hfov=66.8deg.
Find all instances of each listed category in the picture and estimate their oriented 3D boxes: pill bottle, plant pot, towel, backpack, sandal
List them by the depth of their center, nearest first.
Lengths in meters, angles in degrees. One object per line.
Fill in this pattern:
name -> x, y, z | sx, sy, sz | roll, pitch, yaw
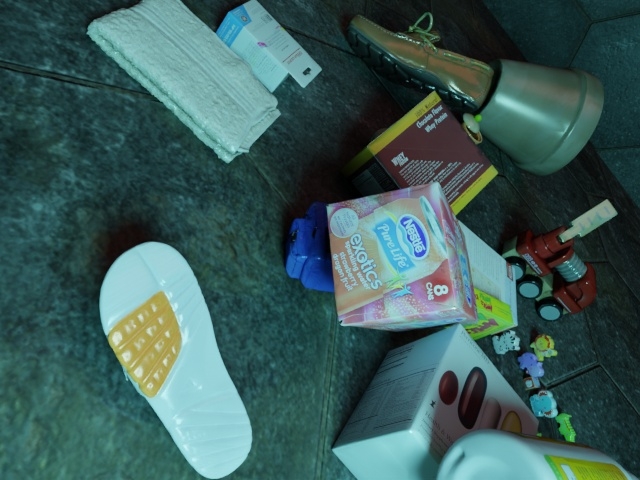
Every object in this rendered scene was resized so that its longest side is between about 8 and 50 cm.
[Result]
pill bottle -> 0.251, 0.283, 0.514 | 0.245, 0.136, 0.136 | 21, 50, -32
sandal -> -0.160, 0.133, 0.520 | 0.102, 0.076, 0.265 | -27, 104, -35
backpack -> 0.000, 0.000, 0.732 | 0.101, 0.098, 0.120 | 13, 54, -12
towel -> -0.196, -0.264, 0.767 | 0.282, 0.049, 0.187 | 42, 42, -13
plant pot -> 0.592, -0.385, 1.426 | 0.280, 0.323, 0.323 | 18, 50, -12

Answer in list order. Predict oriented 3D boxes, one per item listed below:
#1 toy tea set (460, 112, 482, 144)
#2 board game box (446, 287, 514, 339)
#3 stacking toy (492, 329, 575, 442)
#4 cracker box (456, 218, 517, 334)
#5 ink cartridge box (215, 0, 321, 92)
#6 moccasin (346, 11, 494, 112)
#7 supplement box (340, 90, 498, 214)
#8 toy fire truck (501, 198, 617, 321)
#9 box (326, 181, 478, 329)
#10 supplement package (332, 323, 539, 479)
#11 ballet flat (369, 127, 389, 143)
toy tea set -> 0.335, -0.258, 1.199 | 0.200, 0.124, 0.336 | 44, 42, -11
board game box -> 0.257, 0.125, 0.889 | 0.181, 0.092, 0.043 | 25, 48, -29
stacking toy -> 0.440, 0.291, 0.978 | 0.167, 0.052, 0.221 | 15, 54, -36
cracker box -> 0.302, 0.064, 0.992 | 0.232, 0.067, 0.156 | 36, 44, -18
ink cartridge box -> -0.094, -0.352, 0.911 | 0.181, 0.061, 0.104 | 43, 42, -12
moccasin -> 0.244, -0.451, 1.175 | 0.380, 0.139, 0.147 | 22, 91, -2
supplement box -> 0.182, -0.131, 0.913 | 0.191, 0.129, 0.194 | -41, 94, -21
toy fire truck -> 0.583, 0.038, 1.134 | 0.217, 0.246, 0.158 | 46, 42, -9
box -> 0.129, 0.045, 0.682 | 0.300, 0.142, 0.154 | 30, 53, -64
supplement package -> 0.165, 0.265, 0.664 | 0.194, 0.149, 0.203 | 50, 42, -5
ballet flat -> 0.199, -0.135, 1.028 | 0.248, 0.086, 0.086 | 36, 44, -11
